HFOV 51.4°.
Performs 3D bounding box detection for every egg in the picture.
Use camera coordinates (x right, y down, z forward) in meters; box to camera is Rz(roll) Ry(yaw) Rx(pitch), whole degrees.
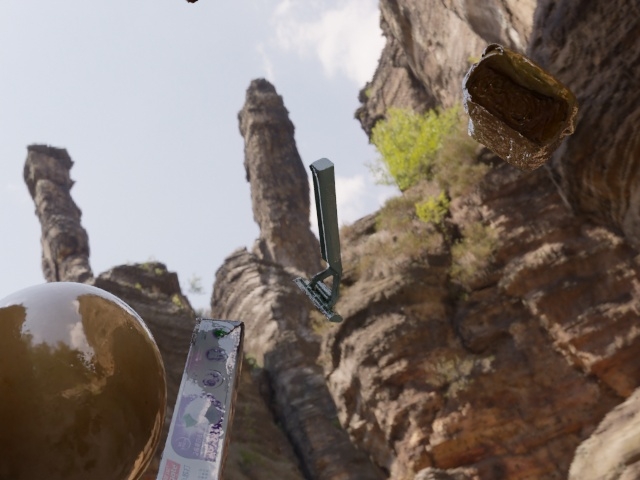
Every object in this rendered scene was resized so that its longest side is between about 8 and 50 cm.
[{"bbox_3d":[-0.376,0.226,0.960,0.301,0.374,0.301,-10,-57,-15],"label":"egg"}]

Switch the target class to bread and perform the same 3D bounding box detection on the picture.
[{"bbox_3d":[0.134,-0.086,0.448,0.053,0.074,0.132,-54,-16,9],"label":"bread"}]

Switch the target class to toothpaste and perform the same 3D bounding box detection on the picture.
[{"bbox_3d":[-0.094,0.140,0.545,0.047,0.196,0.040,5,-57,-3],"label":"toothpaste"}]

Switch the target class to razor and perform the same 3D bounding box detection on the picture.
[{"bbox_3d":[0.009,-0.004,1.034,0.056,0.111,0.278,-20,-47,-25],"label":"razor"}]

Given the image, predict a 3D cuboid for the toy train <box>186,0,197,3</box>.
[{"bbox_3d":[0.000,-0.360,0.603,0.409,0.086,0.089,-23,-16,24],"label":"toy train"}]
